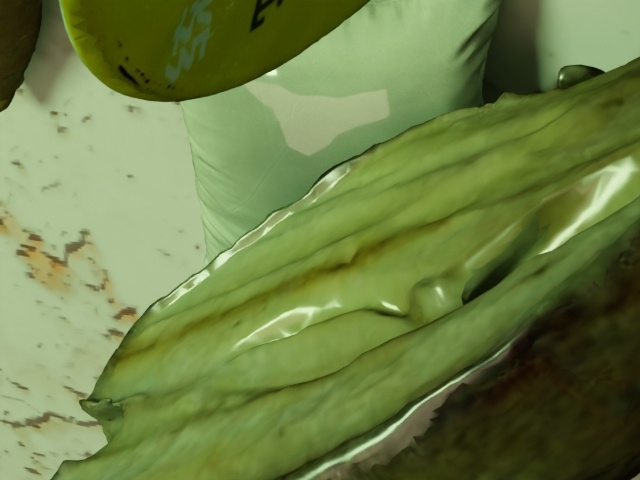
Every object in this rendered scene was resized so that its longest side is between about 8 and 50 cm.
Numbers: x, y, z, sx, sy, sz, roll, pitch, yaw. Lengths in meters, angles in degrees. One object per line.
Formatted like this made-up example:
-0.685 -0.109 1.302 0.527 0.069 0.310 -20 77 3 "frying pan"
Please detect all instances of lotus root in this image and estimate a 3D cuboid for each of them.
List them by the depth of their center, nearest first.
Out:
0.054 0.048 0.657 0.314 0.210 0.142 -29 116 29 "lotus root"

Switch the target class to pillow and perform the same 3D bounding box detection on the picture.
-0.001 -0.001 0.776 0.144 0.078 0.254 8 130 12 "pillow"

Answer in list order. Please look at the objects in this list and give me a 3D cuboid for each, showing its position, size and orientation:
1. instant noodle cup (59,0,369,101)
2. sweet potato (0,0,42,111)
-0.045 -0.234 0.467 0.254 0.325 0.326 37 137 13 "instant noodle cup"
-0.164 -0.190 0.725 0.108 0.079 0.346 10 128 41 "sweet potato"
